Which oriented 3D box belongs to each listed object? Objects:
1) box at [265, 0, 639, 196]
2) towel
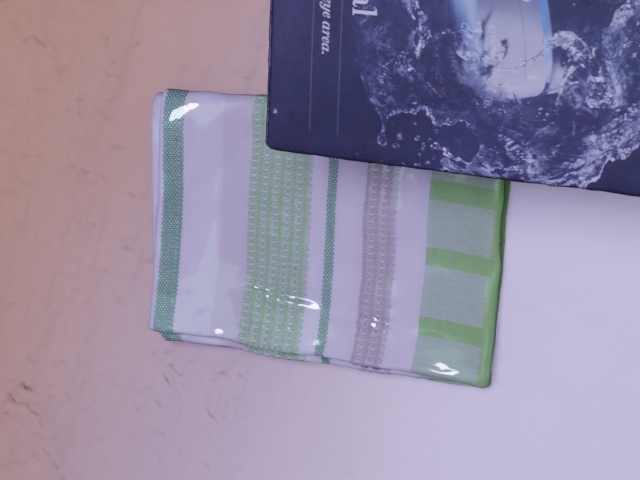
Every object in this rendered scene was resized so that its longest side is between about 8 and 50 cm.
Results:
[{"bbox_3d":[0.070,-0.106,0.502,0.158,0.093,0.156,8,110,17],"label":"box"},{"bbox_3d":[0.000,0.000,0.601,0.152,0.023,0.113,9,111,18],"label":"towel"}]
